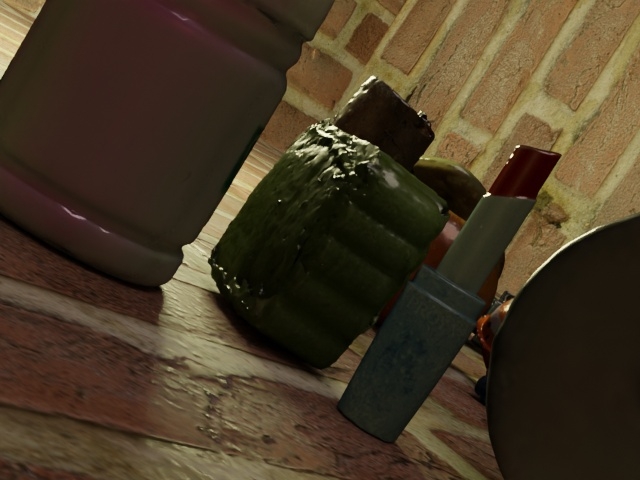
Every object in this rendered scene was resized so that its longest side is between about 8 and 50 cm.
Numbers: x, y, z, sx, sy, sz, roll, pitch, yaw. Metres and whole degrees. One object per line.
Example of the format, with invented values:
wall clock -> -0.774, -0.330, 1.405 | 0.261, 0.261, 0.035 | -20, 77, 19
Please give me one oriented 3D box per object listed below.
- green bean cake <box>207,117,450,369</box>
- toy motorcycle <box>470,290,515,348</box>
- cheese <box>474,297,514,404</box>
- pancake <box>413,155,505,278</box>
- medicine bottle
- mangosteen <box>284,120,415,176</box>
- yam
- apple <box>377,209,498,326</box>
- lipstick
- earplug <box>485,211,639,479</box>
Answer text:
green bean cake -> 0.000, 0.000, 1.214 | 0.113, 0.200, 0.214 | 39, -2, -26
toy motorcycle -> 0.216, 0.085, 2.105 | 0.274, 0.125, 0.187 | 33, -4, 15
cheese -> 0.288, 0.168, 1.705 | 0.217, 0.129, 0.329 | 27, 22, 14
pancake -> 0.179, -0.011, 2.198 | 0.294, 0.294, 0.049 | 32, 43, 0
medicine bottle -> -0.138, -0.147, 1.089 | 0.212, 0.325, 0.212 | 30, 6, -4
mangosteen -> 0.035, -0.059, 2.091 | 0.231, 0.231, 0.289 | 33, -31, 9
yam -> 0.024, -0.068, 1.637 | 0.131, 0.280, 0.131 | 39, 10, -8
apple -> 0.128, 0.044, 1.712 | 0.210, 0.173, 0.235 | 37, -4, 22
lipstick -> 0.110, 0.037, 1.068 | 0.068, 0.274, 0.061 | 33, 5, 8
earplug -> 0.363, 0.162, 1.179 | 0.312, 0.312, 0.394 | 35, 5, 31
